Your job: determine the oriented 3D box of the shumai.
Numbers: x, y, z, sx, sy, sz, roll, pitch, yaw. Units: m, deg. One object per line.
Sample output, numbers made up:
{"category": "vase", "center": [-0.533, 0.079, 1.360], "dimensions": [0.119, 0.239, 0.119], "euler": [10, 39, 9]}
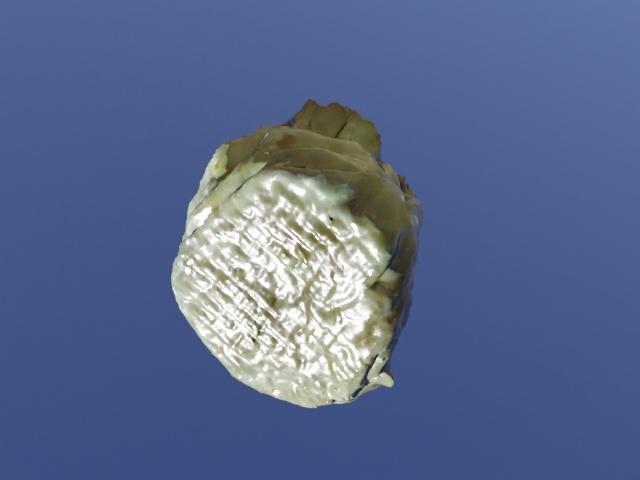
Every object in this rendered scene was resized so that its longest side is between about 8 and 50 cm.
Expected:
{"category": "shumai", "center": [0.001, 0.006, 0.773], "dimensions": [0.184, 0.184, 0.142], "euler": [27, -143, 18]}
